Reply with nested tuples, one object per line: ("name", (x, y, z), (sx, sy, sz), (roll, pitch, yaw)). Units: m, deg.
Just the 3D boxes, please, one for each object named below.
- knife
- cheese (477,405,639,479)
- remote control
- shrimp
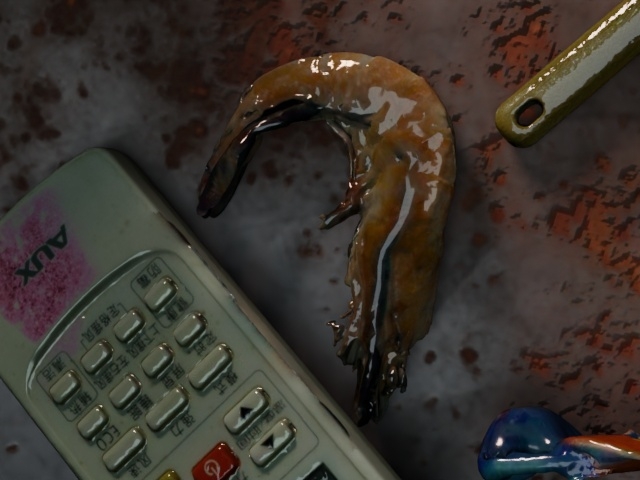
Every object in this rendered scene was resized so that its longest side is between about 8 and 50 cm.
("knife", (0.223, -0.177, 0.914), (0.343, 0.027, 0.061), (-40, 88, 13))
("cheese", (0.249, 0.111, 0.877), (0.329, 0.217, 0.129), (-5, 82, 26))
("remote control", (-0.070, 0.107, 0.946), (0.145, 0.050, 0.344), (-45, 74, 9))
("shrimp", (0.000, 0.000, 0.966), (0.152, 0.046, 0.219), (4, 96, 7))
